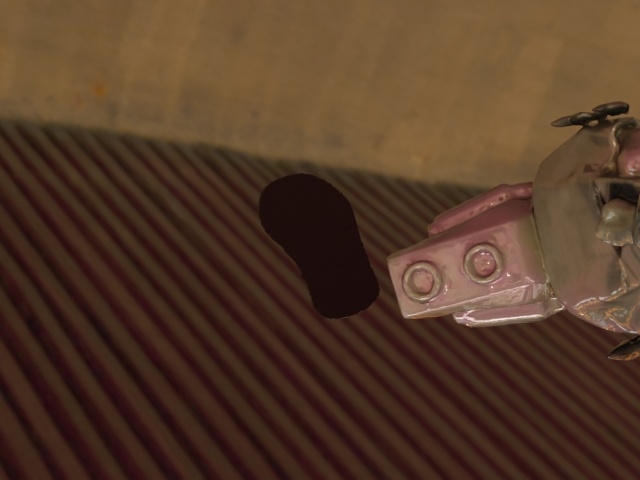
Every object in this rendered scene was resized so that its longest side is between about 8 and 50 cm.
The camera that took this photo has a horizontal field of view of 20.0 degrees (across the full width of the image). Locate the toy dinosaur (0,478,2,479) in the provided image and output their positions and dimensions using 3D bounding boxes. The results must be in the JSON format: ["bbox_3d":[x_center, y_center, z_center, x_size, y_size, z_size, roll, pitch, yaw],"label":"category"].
[{"bbox_3d":[-0.243,0.031,1.004,0.079,0.120,0.292,-11,142,2],"label":"toy dinosaur"}]

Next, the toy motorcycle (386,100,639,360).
[{"bbox_3d":[0.137,-0.011,0.776,0.239,0.204,0.108,-32,86,13],"label":"toy motorcycle"}]

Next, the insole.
[{"bbox_3d":[0.000,0.001,1.593,0.080,0.232,0.003,-24,126,-4],"label":"insole"}]
